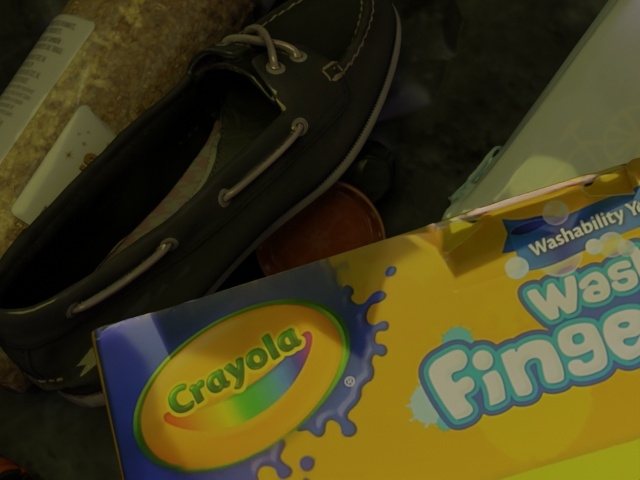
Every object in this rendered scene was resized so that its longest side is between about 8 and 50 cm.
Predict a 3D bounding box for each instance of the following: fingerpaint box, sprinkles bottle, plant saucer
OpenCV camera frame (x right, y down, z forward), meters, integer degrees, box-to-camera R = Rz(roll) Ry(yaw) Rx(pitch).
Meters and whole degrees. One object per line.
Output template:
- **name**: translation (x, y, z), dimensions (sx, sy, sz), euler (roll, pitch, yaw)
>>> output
- **fingerpaint box**: translation (0.158, 0.161, 0.543), dimensions (0.445, 0.163, 0.371), euler (-19, 73, 7)
- **sprinkles bottle**: translation (-0.153, -0.078, 0.755), dimensions (0.121, 0.121, 0.355), euler (25, 76, 20)
- **plant saucer**: translation (0.000, 0.000, 0.725), dimensions (0.083, 0.013, 0.083), euler (1, 105, 2)

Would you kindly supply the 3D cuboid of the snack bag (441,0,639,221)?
- **snack bag**: translation (0.296, -0.057, 0.694), dimensions (0.342, 0.037, 0.323), euler (33, 79, 22)

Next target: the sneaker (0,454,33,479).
- **sneaker**: translation (-0.272, 0.212, 0.696), dimensions (0.087, 0.083, 0.221), euler (32, 72, 36)

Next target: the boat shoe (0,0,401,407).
- **boat shoe**: translation (-0.067, -0.051, 0.680), dimensions (0.112, 0.095, 0.335), euler (25, 70, 38)

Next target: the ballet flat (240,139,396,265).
- **ballet flat**: translation (-0.031, -0.022, 0.754), dimensions (0.173, 0.049, 0.057), euler (-17, 106, 7)
